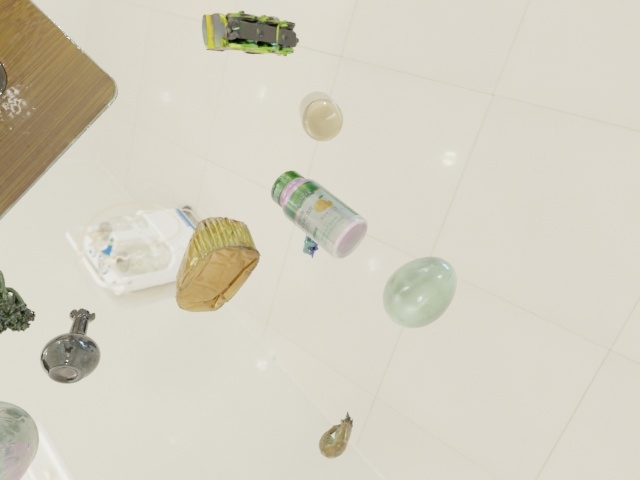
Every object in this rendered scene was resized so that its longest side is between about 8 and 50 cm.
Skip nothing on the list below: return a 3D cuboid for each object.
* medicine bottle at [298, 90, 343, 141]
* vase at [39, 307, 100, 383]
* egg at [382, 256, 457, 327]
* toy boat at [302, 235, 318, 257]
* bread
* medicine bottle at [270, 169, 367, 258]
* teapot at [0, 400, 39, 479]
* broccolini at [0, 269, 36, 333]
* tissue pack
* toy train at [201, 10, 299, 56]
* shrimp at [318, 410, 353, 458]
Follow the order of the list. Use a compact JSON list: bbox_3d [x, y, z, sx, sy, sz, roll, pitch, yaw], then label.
[{"bbox_3d":[-0.007,-0.367,1.274,0.114,0.252,0.114,-3,116,-6],"label":"medicine bottle"},{"bbox_3d":[-0.566,0.234,1.023,0.120,0.120,0.183,-54,31,27],"label":"vase"},{"bbox_3d":[0.287,0.148,1.284,0.183,0.182,0.264,51,136,17],"label":"egg"},{"bbox_3d":[0.000,0.000,1.538,0.110,0.175,0.091,16,115,-3],"label":"toy boat"},{"bbox_3d":[-0.311,0.065,1.281,0.288,0.204,0.156,-57,43,29],"label":"bread"},{"bbox_3d":[-0.011,-0.078,1.199,0.274,0.133,0.134,40,116,27],"label":"medicine bottle"},{"bbox_3d":[-0.615,0.375,0.736,0.178,0.221,0.164,179,91,-72],"label":"teapot"},{"bbox_3d":[-0.545,0.068,0.729,0.201,0.073,0.058,56,137,12],"label":"broccolini"},{"bbox_3d":[-0.325,-0.100,0.366,0.246,0.159,0.136,-53,39,-11],"label":"tissue pack"},{"bbox_3d":[-0.187,-0.581,1.253,0.160,0.296,0.101,12,111,30],"label":"toy train"},{"bbox_3d":[0.058,0.649,1.481,0.099,0.180,0.041,-5,118,33],"label":"shrimp"}]
